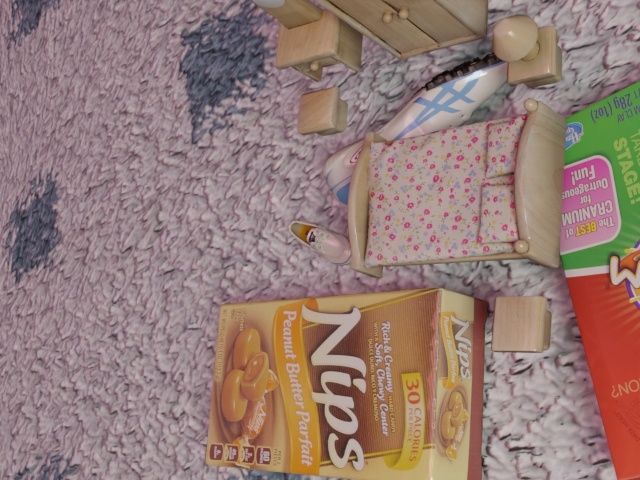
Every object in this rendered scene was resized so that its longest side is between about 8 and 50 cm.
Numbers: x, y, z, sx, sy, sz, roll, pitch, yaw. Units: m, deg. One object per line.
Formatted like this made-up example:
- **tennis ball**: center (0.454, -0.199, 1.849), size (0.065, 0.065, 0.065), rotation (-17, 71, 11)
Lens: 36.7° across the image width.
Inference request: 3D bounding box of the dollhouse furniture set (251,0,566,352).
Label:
- **dollhouse furniture set**: center (0.043, -0.083, 0.871), size (0.303, 0.174, 0.355), rotation (-6, 71, 38)

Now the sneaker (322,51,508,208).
- **sneaker**: center (0.109, -0.112, 1.008), size (0.237, 0.085, 0.086), rotation (-37, 94, 23)

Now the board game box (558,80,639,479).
- **board game box**: center (0.317, 0.011, 0.767), size (0.242, 0.064, 0.316), rotation (-28, 60, 37)

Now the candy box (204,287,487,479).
- **candy box**: center (0.018, 0.153, 1.004), size (0.316, 0.087, 0.183), rotation (-8, 73, 43)

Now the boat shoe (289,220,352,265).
- **boat shoe**: center (0.000, 0.000, 1.103), size (0.100, 0.035, 0.035), rotation (32, 101, 45)
